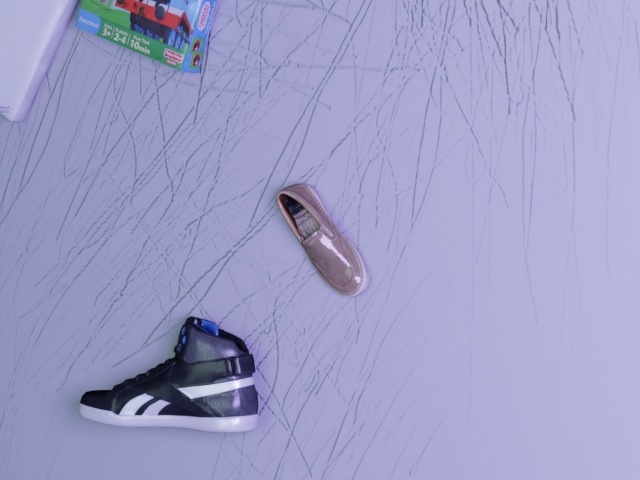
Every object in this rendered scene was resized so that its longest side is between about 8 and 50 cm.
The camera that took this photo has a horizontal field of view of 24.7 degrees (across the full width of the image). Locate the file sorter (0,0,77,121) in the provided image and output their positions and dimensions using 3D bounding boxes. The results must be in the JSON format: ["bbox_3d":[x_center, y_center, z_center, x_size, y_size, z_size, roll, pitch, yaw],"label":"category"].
[{"bbox_3d":[-0.452,-0.291,1.687,0.278,0.173,0.193,37,111,24],"label":"file sorter"}]

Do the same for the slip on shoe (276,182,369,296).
[{"bbox_3d":[0.000,0.000,1.506,0.051,0.041,0.135,-35,75,27],"label":"slip on shoe"}]

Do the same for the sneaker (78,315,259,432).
[{"bbox_3d":[-0.164,0.142,1.598,0.217,0.079,0.121,0,90,23],"label":"sneaker"}]

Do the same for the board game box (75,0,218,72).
[{"bbox_3d":[-0.173,-0.309,1.596,0.160,0.039,0.211,25,104,28],"label":"board game box"}]
